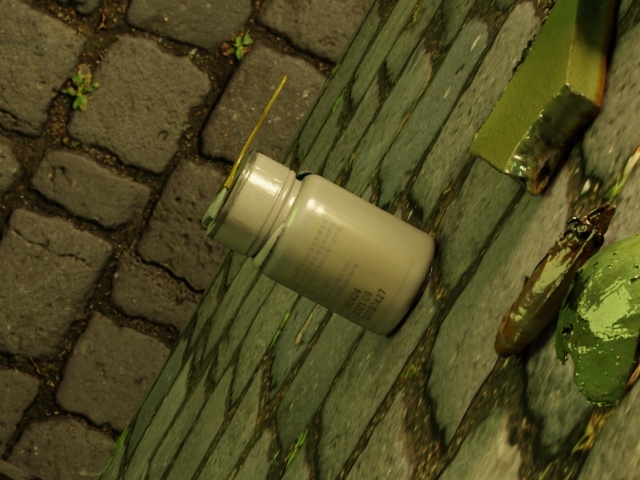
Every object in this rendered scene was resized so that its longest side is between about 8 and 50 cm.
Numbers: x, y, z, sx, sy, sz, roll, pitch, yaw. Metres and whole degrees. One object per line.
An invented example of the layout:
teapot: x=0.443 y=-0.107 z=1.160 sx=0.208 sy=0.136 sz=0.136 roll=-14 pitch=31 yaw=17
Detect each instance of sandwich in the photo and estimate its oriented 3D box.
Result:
sandwich: x=0.259 y=-0.171 z=1.868 sx=0.245 sy=0.063 sz=0.212 roll=-62 pitch=12 yaw=7

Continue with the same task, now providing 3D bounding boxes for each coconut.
coconut: x=0.227 y=0.048 z=1.391 sx=0.133 sy=0.055 sz=0.158 roll=-61 pitch=10 yaw=16

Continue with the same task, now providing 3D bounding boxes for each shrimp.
shrimp: x=0.208 y=0.032 z=1.594 sx=0.190 sy=0.042 sz=0.101 roll=-57 pitch=3 yaw=35

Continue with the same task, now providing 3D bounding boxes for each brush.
brush: x=-0.089 y=-0.112 z=2.129 sx=0.205 sy=0.011 sz=0.083 roll=-62 pitch=6 yaw=-9

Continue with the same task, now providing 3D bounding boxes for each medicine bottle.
medicine bottle: x=0.000 y=0.000 z=2.160 sx=0.143 sy=0.258 sz=0.143 roll=-59 pitch=8 yaw=14
